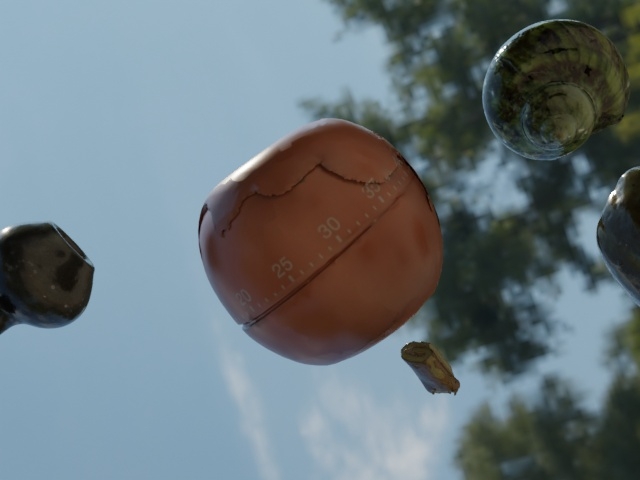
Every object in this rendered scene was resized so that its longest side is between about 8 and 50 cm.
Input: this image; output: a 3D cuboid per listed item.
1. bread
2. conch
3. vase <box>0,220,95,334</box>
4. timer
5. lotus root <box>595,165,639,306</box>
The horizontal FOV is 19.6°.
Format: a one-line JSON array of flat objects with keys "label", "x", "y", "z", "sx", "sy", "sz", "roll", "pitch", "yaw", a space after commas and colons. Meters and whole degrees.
[{"label": "bread", "x": 0.134, "y": 0.156, "z": 2.260, "sx": 0.083, "sy": 0.047, "sz": 0.036, "roll": 52, "pitch": -130, "yaw": -42}, {"label": "conch", "x": 0.286, "y": -0.177, "z": 2.194, "sx": 0.124, "sy": 0.187, "sz": 0.181, "roll": 110, "pitch": 165, "yaw": -66}, {"label": "vase", "x": -0.321, "y": 0.065, "z": 1.902, "sx": 0.120, "sy": 0.183, "sz": 0.120, "roll": 47, "pitch": 179, "yaw": 1}, {"label": "timer", "x": 0.000, "y": 0.000, "z": 1.810, "sx": 0.215, "sy": 0.229, "sz": 0.229, "roll": 54, "pitch": -151, "yaw": -8}, {"label": "lotus root", "x": 0.315, "y": 0.027, "z": 1.390, "sx": 0.124, "sy": 0.241, "sz": 0.123, "roll": -46, "pitch": -22, "yaw": -28}]
